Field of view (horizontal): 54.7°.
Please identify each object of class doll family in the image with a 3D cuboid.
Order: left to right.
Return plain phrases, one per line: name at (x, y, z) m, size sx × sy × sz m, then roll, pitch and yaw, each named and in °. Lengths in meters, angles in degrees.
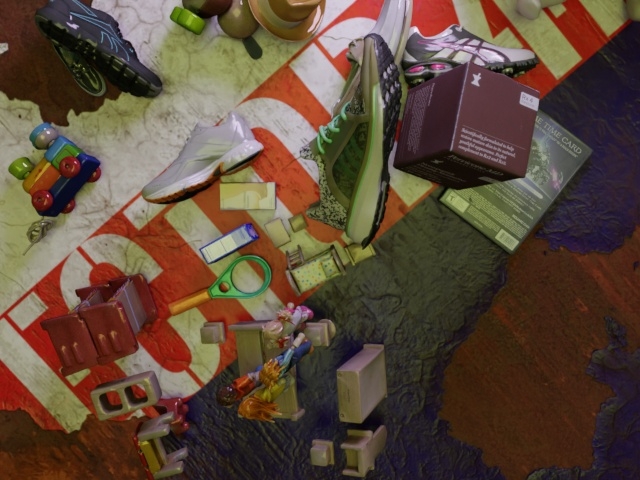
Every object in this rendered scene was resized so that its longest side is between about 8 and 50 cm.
doll family at (-0.083, 0.243, 1.138) m, size 0.118 × 0.163 × 0.263 m, roll 39°, pitch 110°, yaw 15°

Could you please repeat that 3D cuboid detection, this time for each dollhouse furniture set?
dollhouse furniture set at (-0.391, 0.276, 1.250) m, size 0.152 × 0.201 × 0.374 m, roll -17°, pitch 101°, yaw 1°
dollhouse furniture set at (-0.052, 0.310, 1.318) m, size 0.355 × 0.174 × 0.303 m, roll -3°, pitch 95°, yaw 24°
dollhouse furniture set at (0.000, 0.000, 1.263) m, size 0.181 × 0.101 × 0.161 m, roll -26°, pitch 95°, yaw 3°

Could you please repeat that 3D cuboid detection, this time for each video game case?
video game case at (0.404, -0.136, 1.288) m, size 0.196 × 0.026 × 0.274 m, roll 37°, pitch 94°, yaw -3°

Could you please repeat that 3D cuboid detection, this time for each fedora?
fedora at (-0.049, -0.483, 1.191) m, size 0.194 × 0.079 × 0.194 m, roll 1°, pitch 89°, yaw -35°

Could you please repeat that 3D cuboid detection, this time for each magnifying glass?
magnifying glass at (-0.212, 0.102, 1.312) m, size 0.230 × 0.026 × 0.092 m, roll -23°, pitch 95°, yaw 3°

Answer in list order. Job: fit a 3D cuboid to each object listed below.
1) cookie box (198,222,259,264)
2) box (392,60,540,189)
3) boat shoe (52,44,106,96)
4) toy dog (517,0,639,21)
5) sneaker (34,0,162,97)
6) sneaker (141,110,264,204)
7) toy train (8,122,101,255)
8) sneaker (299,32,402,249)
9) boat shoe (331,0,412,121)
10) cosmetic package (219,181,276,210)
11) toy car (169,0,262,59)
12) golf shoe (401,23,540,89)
cookie box at (-0.186, 0.006, 1.270) m, size 0.107 × 0.092 × 0.040 m, roll -28°, pitch 91°, yaw 3°
box at (0.266, -0.204, 1.159) m, size 0.168 × 0.203 × 0.167 m, roll 16°, pitch 82°, yaw -21°
boat shoe at (-0.495, -0.354, 1.262) m, size 0.049 × 0.040 × 0.142 m, roll -40°, pitch 94°, yaw 3°
toy dog at (0.450, -0.610, 1.119) m, size 0.407 × 0.284 × 0.396 m, roll 5°, pitch 95°, yaw 2°
sneaker at (-0.421, -0.392, 1.229) m, size 0.267 × 0.101 × 0.106 m, roll 35°, pitch 63°, yaw -18°
sneaker at (-0.253, -0.168, 1.261) m, size 0.262 × 0.099 × 0.121 m, roll -28°, pitch 87°, yaw -5°
toy train at (-0.580, -0.108, 1.261) m, size 0.143 × 0.105 × 0.248 m, roll 42°, pitch 94°, yaw 7°
sneaker at (0.044, -0.182, 1.173) m, size 0.182 × 0.158 × 0.411 m, roll 12°, pitch 116°, yaw 12°
boat shoe at (0.101, -0.361, 1.223) m, size 0.103 × 0.113 × 0.302 m, roll 14°, pitch 96°, yaw -7°
cosmetic package at (-0.149, -0.092, 1.285) m, size 0.115 × 0.041 × 0.060 m, roll -2°, pitch 96°, yaw 0°
toy car at (-0.174, -0.454, 1.230) m, size 0.188 × 0.149 × 0.155 m, roll 27°, pitch 100°, yaw -31°
golf shoe at (0.298, -0.373, 1.229) m, size 0.272 × 0.105 × 0.120 m, roll -3°, pitch 88°, yaw 0°
